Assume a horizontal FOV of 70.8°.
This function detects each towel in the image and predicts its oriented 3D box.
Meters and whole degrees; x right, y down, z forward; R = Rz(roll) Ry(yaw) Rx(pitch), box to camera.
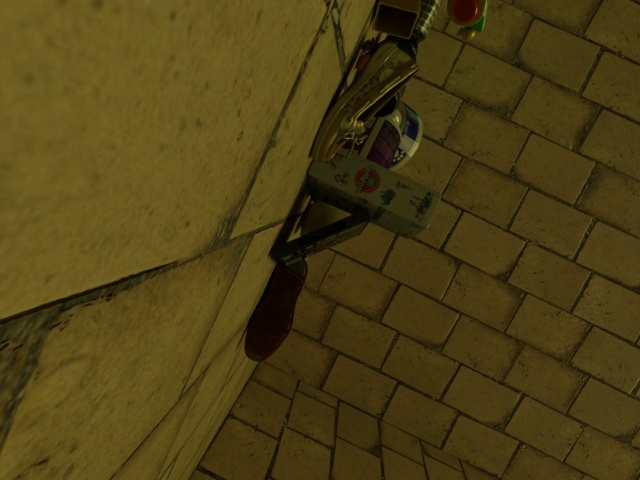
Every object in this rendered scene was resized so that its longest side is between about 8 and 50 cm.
[{"bbox_3d":[0.313,-0.713,1.324,0.235,0.121,0.284,-64,178,18],"label":"towel"}]

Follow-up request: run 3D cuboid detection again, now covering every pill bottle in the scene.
[{"bbox_3d":[0.171,-0.429,1.143,0.123,0.122,0.219,112,3,-62],"label":"pill bottle"},{"bbox_3d":[0.151,-0.294,1.469,0.323,0.181,0.181,-63,178,-22],"label":"pill bottle"}]

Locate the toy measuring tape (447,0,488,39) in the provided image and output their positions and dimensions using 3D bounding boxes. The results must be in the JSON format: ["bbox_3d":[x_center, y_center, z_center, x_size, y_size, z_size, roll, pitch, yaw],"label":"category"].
[{"bbox_3d":[0.426,-0.739,1.278,0.330,0.121,0.121,83,26,-45],"label":"toy measuring tape"}]

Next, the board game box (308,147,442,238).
[{"bbox_3d":[0.122,-0.117,1.130,0.224,0.303,0.098,103,11,-82],"label":"board game box"}]

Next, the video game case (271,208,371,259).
[{"bbox_3d":[0.000,0.000,1.192,0.248,0.035,0.275,-23,174,-4],"label":"video game case"}]

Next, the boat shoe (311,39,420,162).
[{"bbox_3d":[0.086,-0.271,0.929,0.285,0.089,0.104,-53,176,11],"label":"boat shoe"}]

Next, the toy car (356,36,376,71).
[{"bbox_3d":[0.093,-0.401,0.968,0.040,0.060,0.122,-22,159,4],"label":"toy car"}]

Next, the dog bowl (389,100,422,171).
[{"bbox_3d":[0.240,-0.389,1.670,0.264,0.104,0.265,-23,-124,40],"label":"dog bowl"}]

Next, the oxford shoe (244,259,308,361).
[{"bbox_3d":[-0.128,0.204,1.388,0.348,0.122,0.130,-63,-176,1],"label":"oxford shoe"}]

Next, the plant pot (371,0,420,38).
[{"bbox_3d":[0.155,-0.469,0.894,0.081,0.081,0.083,106,-2,-78],"label":"plant pot"}]

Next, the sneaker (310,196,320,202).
[{"bbox_3d":[0.013,-0.180,1.307,0.167,0.065,0.076,-60,-167,-19],"label":"sneaker"}]

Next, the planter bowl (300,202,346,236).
[{"bbox_3d":[0.014,-0.069,1.440,0.162,0.161,0.109,-54,144,-80],"label":"planter bowl"}]
